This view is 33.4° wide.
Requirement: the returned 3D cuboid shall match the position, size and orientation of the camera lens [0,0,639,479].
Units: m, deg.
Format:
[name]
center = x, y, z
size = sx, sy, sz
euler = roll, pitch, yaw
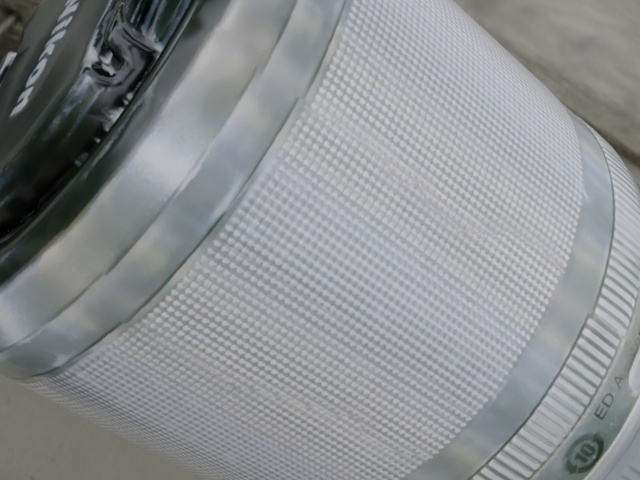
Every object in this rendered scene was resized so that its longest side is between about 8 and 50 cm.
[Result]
[camera lens]
center = 0.000, 0.000, 0.448
size = 0.274, 0.219, 0.219
euler = 35, 36, -27
